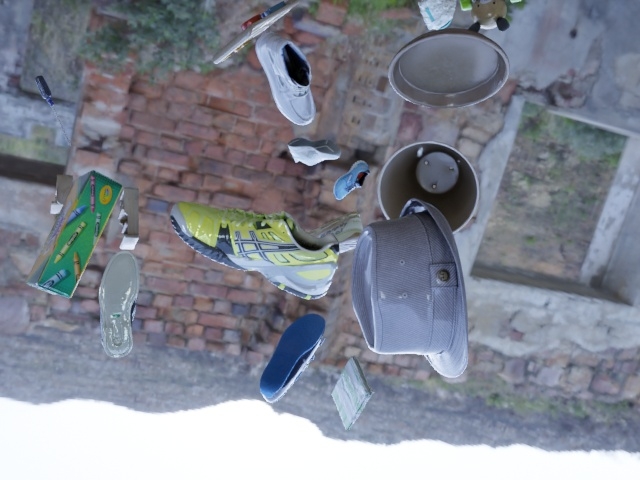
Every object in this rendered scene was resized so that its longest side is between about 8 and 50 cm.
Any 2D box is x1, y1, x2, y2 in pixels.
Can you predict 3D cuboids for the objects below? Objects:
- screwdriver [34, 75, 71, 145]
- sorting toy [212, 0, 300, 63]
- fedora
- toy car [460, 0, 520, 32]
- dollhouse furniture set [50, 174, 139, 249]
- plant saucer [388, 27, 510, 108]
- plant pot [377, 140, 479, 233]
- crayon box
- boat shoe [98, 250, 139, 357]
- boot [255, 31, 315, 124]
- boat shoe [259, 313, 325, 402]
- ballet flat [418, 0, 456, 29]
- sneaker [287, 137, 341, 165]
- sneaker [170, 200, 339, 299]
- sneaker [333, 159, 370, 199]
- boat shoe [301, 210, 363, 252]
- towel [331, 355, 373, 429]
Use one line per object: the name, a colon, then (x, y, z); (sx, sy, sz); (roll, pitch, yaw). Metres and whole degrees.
screwdriver: (-0.611, -0.299, 1.585); (0.025, 0.170, 0.024); (-28, -160, -9)
sorting toy: (-0.207, -0.575, 1.909); (0.229, 0.041, 0.307); (-46, -162, -33)
fedora: (0.120, 0.077, 1.039); (0.124, 0.276, 0.243); (-6, -176, -13)
toy car: (0.417, -0.590, 1.714); (0.154, 0.189, 0.149); (-3, 150, 23)
dollhouse furniture set: (-0.665, -0.070, 2.023); (0.241, 0.161, 0.212); (2, 160, -23)
plant saucer: (0.297, -0.401, 1.600); (0.277, 0.041, 0.278); (3, 156, 1)
plant pot: (0.305, -0.159, 1.864); (0.256, 0.257, 0.274); (18, -161, 10)
crayon box: (-0.560, -0.013, 1.561); (0.081, 0.279, 0.165); (28, 164, -27)
boat shoe: (-0.445, 0.134, 1.508); (0.083, 0.233, 0.079); (4, -172, -20)
boot: (-0.063, -0.372, 1.645); (0.123, 0.095, 0.258); (38, 164, 51)
boat shoe: (-0.078, 0.298, 1.763); (0.109, 0.089, 0.258); (30, -121, 23)
ballet flat: (0.399, -0.877, 2.299); (0.146, 0.147, 0.409); (15, -126, -4)
sneaker: (-0.011, -0.223, 1.753); (0.152, 0.061, 0.054); (13, -135, 32)
sneaker: (-0.136, -0.013, 1.504); (0.384, 0.147, 0.145); (22, -155, -12)
sneaker: (0.109, -0.204, 2.399); (0.063, 0.162, 0.073); (28, -161, -42)
boat shoe: (0.000, 0.000, 1.969); (0.285, 0.090, 0.104); (-18, 158, 26)
towel: (0.074, 0.358, 1.615); (0.023, 0.152, 0.113); (0, -136, -25)
